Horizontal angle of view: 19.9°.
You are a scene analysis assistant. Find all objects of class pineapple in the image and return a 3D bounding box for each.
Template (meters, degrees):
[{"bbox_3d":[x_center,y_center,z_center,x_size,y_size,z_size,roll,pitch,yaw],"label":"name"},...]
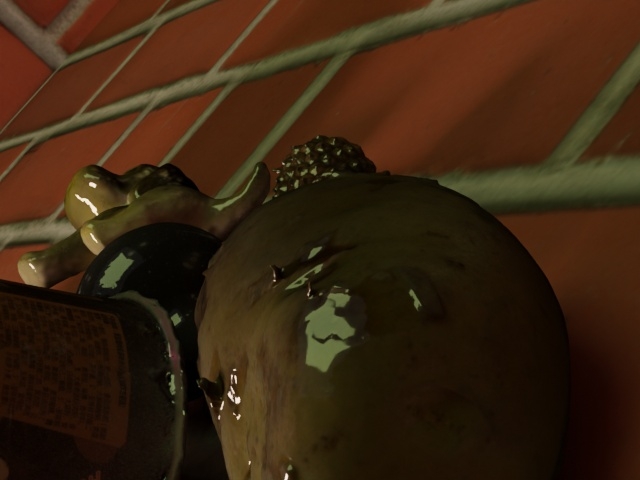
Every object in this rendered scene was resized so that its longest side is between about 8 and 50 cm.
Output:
[{"bbox_3d":[0.000,0.000,1.138,0.074,0.074,0.159,-37,24,29],"label":"pineapple"}]

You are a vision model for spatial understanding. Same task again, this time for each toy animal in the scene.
[{"bbox_3d":[-0.143,0.002,1.418,0.168,0.121,0.233,-40,16,-21],"label":"toy animal"}]

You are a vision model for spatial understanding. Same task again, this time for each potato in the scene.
[{"bbox_3d":[0.025,0.049,0.796,0.165,0.165,0.262,-42,20,14],"label":"potato"}]

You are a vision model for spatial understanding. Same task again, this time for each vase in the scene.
[{"bbox_3d":[-0.081,0.060,1.131,0.120,0.120,0.183,-47,30,-5],"label":"vase"}]

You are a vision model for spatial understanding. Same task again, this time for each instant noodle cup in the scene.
[{"bbox_3d":[-0.212,0.107,1.011,0.217,0.207,0.217,-33,47,45],"label":"instant noodle cup"}]
